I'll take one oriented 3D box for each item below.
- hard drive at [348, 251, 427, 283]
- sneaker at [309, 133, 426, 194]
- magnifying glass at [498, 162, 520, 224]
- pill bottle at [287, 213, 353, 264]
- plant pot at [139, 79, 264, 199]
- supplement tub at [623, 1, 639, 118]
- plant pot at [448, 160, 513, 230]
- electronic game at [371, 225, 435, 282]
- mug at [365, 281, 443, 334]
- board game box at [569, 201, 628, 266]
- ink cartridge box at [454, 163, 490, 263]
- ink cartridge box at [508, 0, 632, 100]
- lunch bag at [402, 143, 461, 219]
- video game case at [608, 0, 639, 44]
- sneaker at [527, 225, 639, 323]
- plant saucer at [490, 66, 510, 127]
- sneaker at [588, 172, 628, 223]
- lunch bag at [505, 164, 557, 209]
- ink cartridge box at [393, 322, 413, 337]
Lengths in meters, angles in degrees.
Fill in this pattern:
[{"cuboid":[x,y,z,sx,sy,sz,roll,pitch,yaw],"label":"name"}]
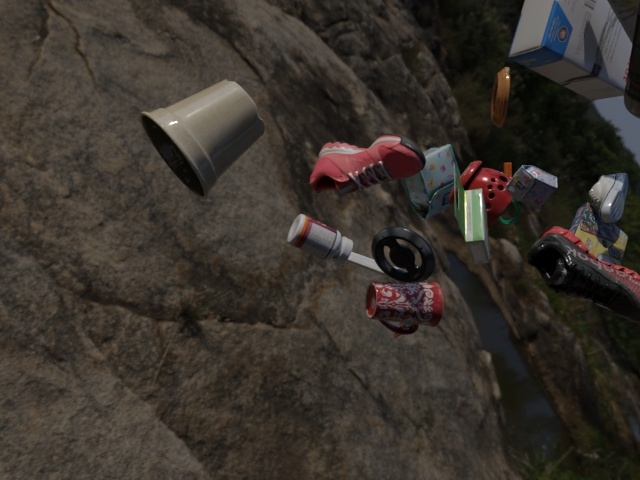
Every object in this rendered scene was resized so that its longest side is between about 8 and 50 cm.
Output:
[{"cuboid":[0.249,0.118,2.201,0.233,0.353,0.047,24,87,-43],"label":"hard drive"},{"cuboid":[0.102,-0.157,1.227,0.116,0.313,0.136,51,57,-35],"label":"sneaker"},{"cuboid":[0.701,-0.174,1.952,0.026,0.092,0.231,-150,-122,-79],"label":"magnifying glass"},{"cuboid":[0.000,0.000,1.902,0.221,0.121,0.121,25,40,-17],"label":"pill bottle"},{"cuboid":[-0.366,-0.358,1.727,0.305,0.334,0.334,-40,103,-18],"label":"plant pot"},{"cuboid":[0.831,-0.459,1.189,0.207,0.207,0.338,-81,161,-50],"label":"supplement tub"},{"cuboid":[0.519,-0.146,1.677,0.174,0.191,0.191,34,25,12],"label":"plant pot"},{"cuboid":[0.278,0.052,1.764,0.229,0.229,0.048,54,45,-12],"label":"electronic game"},{"cuboid":[0.203,0.172,1.299,0.113,0.169,0.150,-150,-114,-75],"label":"mug"},{"cuboid":[0.819,0.006,1.547,0.165,0.042,0.243,42,48,5],"label":"board game box"},{"cuboid":[0.400,-0.068,1.368,0.235,0.056,0.171,56,35,-50],"label":"ink cartridge box"},{"cuboid":[0.844,-0.663,1.684,0.394,0.166,0.286,17,90,-21],"label":"ink cartridge box"},{"cuboid":[0.479,-0.242,2.199,0.223,0.160,0.262,-28,103,-28],"label":"lunch bag"},{"cuboid":[0.958,-0.684,1.434,0.036,0.300,0.329,-46,106,-18],"label":"video game case"},{"cuboid":[0.530,0.079,1.036,0.135,0.098,0.276,-18,47,-35],"label":"sneaker"},{"cuboid":[0.612,-0.489,1.783,0.200,0.037,0.200,4,90,-79],"label":"plant saucer"},{"cuboid":[0.868,-0.126,1.586,0.258,0.091,0.094,-40,119,-44],"label":"sneaker"},{"cuboid":[0.447,-0.115,1.109,0.083,0.071,0.053,28,44,1],"label":"lunch bag"},{"cuboid":[0.306,0.305,1.871,0.029,0.115,0.063,58,7,0],"label":"ink cartridge box"}]
